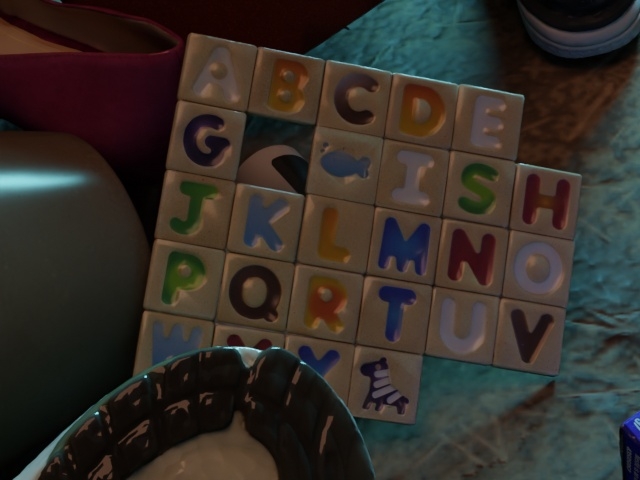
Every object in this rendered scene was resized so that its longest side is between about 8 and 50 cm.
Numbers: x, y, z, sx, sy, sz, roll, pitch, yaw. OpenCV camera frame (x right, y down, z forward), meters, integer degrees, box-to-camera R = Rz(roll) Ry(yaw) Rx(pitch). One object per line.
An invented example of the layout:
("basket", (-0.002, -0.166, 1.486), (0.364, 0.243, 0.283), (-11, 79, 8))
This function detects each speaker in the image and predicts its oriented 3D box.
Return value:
("speaker", (0.000, 0.000, 1.092), (0.055, 0.055, 0.136), (-29, 46, -14))

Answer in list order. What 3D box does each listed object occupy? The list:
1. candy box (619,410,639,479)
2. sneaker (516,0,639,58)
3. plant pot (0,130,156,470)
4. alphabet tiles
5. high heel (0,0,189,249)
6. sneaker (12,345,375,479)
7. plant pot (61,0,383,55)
("candy box", (0.339, 0.138, 0.826), (0.268, 0.122, 0.317), (-33, 49, -18))
("sneaker", (0.152, -0.257, 1.232), (0.101, 0.153, 0.268), (-15, 45, -1))
("plant pot", (-0.223, 0.037, 1.002), (0.229, 0.263, 0.263), (-20, 43, -31))
("alphabet tiles", (0.027, 0.000, 1.011), (0.237, 0.009, 0.198), (10, 79, -9))
("high heel", (-0.222, -0.155, 1.130), (0.377, 0.181, 0.127), (32, 54, 12))
("sneaker", (-0.164, 0.200, 0.885), (0.410, 0.182, 0.158), (-27, 83, -9))
("plant pot", (-0.072, -0.278, 1.176), (0.267, 0.236, 0.267), (-31, 35, 36))
